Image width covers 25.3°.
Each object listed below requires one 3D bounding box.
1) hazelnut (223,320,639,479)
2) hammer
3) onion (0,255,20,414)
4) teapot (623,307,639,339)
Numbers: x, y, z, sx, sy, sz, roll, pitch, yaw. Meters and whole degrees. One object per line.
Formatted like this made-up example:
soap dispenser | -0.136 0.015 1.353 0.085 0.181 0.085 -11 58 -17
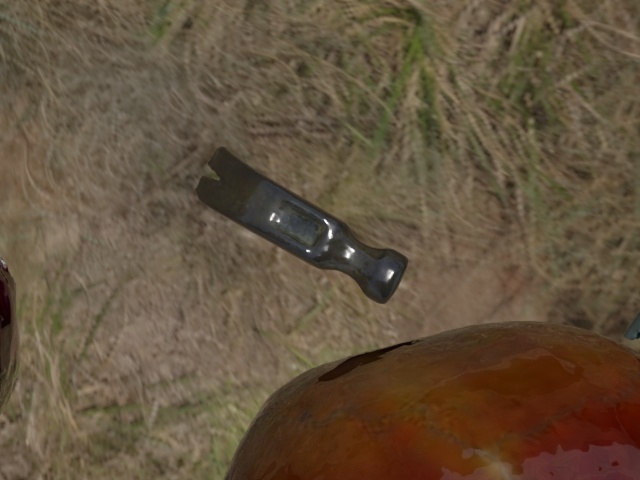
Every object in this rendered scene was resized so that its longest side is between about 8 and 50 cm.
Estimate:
hazelnut | 0.115 0.226 0.843 0.359 0.359 0.409 -41 135 -1
hammer | 0.000 0.000 1.197 0.168 0.440 0.044 31 90 6
onion | -0.287 0.071 0.783 0.252 0.252 0.219 -34 93 -4
teapot | 0.374 0.115 1.283 0.203 0.225 0.171 26 73 10
